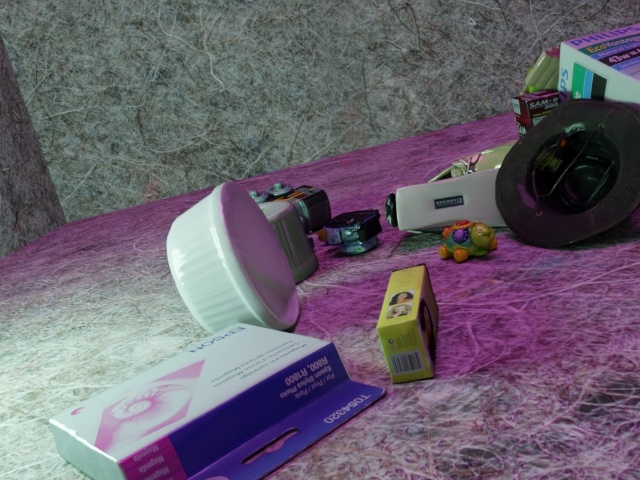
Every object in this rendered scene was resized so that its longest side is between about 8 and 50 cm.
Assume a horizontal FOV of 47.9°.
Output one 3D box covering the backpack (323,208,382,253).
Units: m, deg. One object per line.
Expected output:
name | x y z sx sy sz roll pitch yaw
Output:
backpack | 0.070 -0.017 1.605 0.114 0.084 0.105 -2 19 33

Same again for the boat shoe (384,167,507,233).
boat shoe | 0.310 -0.080 1.544 0.340 0.127 0.158 -2 -2 7

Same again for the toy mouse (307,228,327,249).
toy mouse | 0.000 0.000 1.710 0.161 0.031 0.143 -18 -9 -41

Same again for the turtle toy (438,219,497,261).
turtle toy | 0.282 -0.004 1.356 0.095 0.066 0.130 -20 14 -20

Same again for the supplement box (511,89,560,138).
supplement box | 0.481 -0.195 1.546 0.073 0.239 0.130 -14 13 5

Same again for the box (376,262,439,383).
box | 0.128 0.110 1.018 0.058 0.087 0.232 -14 14 14

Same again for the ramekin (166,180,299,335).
ramekin | -0.152 0.046 1.237 0.127 0.273 0.273 -25 11 11

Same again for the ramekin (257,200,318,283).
ramekin | -0.168 0.021 1.574 0.303 0.148 0.303 -14 13 3

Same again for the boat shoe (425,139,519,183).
boat shoe | 0.336 -0.137 1.604 0.098 0.109 0.302 3 -18 -33

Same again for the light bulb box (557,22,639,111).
light bulb box | 0.717 -0.277 1.419 0.358 0.225 0.361 -18 36 -12

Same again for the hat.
hat | 0.495 -0.105 1.351 0.331 0.134 0.331 -33 41 35

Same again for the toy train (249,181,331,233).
toy train | -0.130 -0.058 1.915 0.334 0.142 0.190 -25 26 -37

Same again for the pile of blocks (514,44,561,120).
pile of blocks | 0.523 -0.306 1.678 0.149 0.362 0.113 0 46 10

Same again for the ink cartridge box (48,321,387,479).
ink cartridge box | -0.140 0.212 0.933 0.324 0.071 0.330 -24 15 -36
